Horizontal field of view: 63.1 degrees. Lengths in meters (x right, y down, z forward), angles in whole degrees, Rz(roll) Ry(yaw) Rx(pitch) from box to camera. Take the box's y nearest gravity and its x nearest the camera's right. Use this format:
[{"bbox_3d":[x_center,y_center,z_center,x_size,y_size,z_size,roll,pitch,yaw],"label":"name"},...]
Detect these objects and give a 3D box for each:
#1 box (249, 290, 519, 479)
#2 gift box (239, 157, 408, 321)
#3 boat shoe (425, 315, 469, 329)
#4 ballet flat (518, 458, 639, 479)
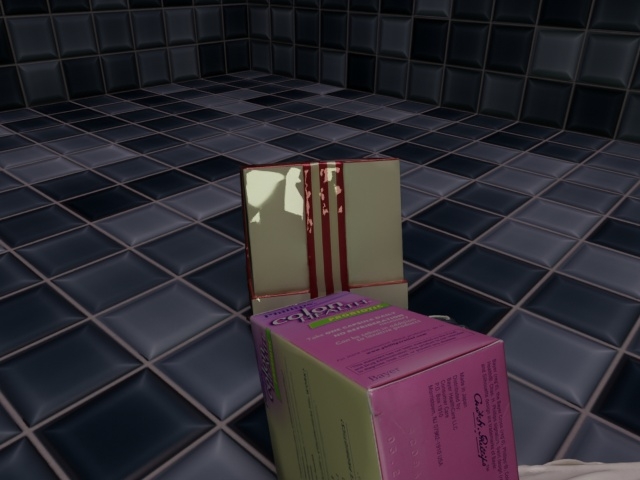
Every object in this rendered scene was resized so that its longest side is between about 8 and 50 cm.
[{"bbox_3d":[0.045,0.176,0.462,0.118,0.213,0.243,-13,8,-25],"label":"box"},{"bbox_3d":[0.000,0.000,0.839,0.256,0.257,0.276,-4,9,-5],"label":"gift box"},{"bbox_3d":[0.095,0.147,0.720,0.255,0.095,0.079,-7,31,-18],"label":"boat shoe"},{"bbox_3d":[0.339,0.256,0.506,0.401,0.139,0.139,-2,28,-3],"label":"ballet flat"}]
